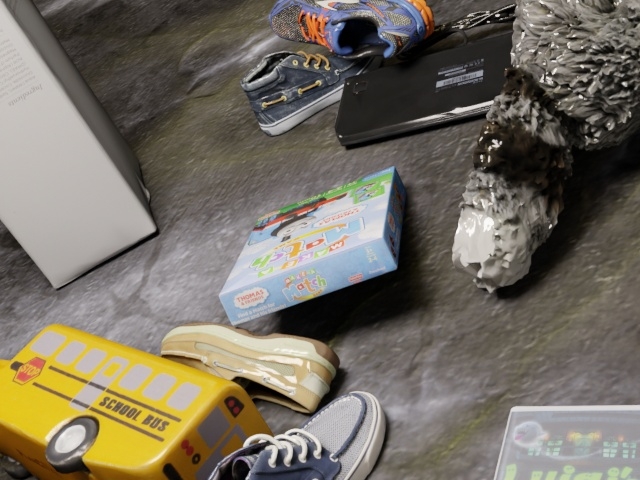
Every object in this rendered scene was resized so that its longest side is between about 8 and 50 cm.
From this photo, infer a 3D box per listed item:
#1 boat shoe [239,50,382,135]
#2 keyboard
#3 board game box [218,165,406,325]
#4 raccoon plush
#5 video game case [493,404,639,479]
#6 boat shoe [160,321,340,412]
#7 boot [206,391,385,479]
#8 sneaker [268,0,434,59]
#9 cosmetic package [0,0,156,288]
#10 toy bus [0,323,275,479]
[{"bbox_3d":[-0.010,-0.212,1.275,0.183,0.083,0.065,-35,34,-8],"label":"boat shoe"},{"bbox_3d":[0.169,-0.203,1.181,0.317,0.033,0.202,-10,45,25],"label":"keyboard"},{"bbox_3d":[0.000,0.000,0.981,0.160,0.039,0.211,-20,18,14],"label":"board game box"},{"bbox_3d":[0.328,-0.133,0.910,0.299,0.216,0.447,13,84,24],"label":"raccoon plush"},{"bbox_3d":[0.200,0.180,0.666,0.190,0.022,0.173,-7,40,31],"label":"video game case"},{"bbox_3d":[-0.077,0.120,0.915,0.189,0.068,0.072,0,55,36],"label":"boat shoe"},{"bbox_3d":[-0.022,0.173,0.781,0.069,0.086,0.190,7,48,42],"label":"boot"},{"bbox_3d":[0.024,-0.264,1.232,0.221,0.083,0.087,9,43,34],"label":"sneaker"},{"bbox_3d":[-0.360,-0.160,1.200,0.156,0.385,0.217,-28,31,0],"label":"cosmetic package"},{"bbox_3d":[-0.203,0.162,0.909,0.332,0.108,0.130,10,50,44],"label":"toy bus"}]
